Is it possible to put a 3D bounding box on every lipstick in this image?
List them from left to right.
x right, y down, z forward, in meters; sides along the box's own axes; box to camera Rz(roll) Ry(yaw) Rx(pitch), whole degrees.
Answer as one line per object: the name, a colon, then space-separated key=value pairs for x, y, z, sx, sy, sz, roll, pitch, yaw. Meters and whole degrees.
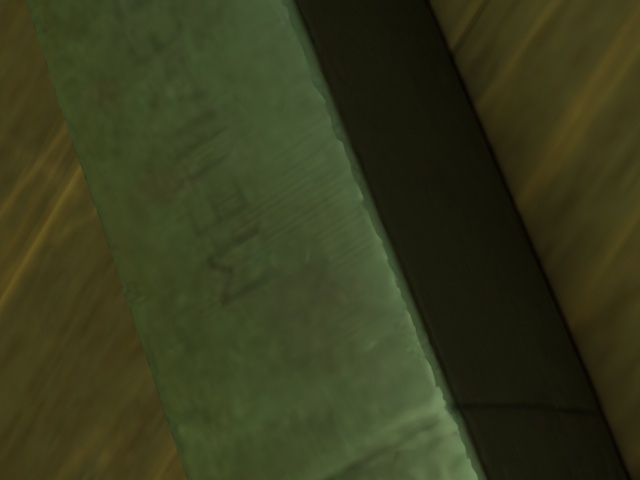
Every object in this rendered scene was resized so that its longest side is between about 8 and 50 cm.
lipstick: x=0.000 y=0.000 z=0.463 sx=0.076 sy=0.080 sz=0.371 roll=-31 pitch=69 yaw=27
